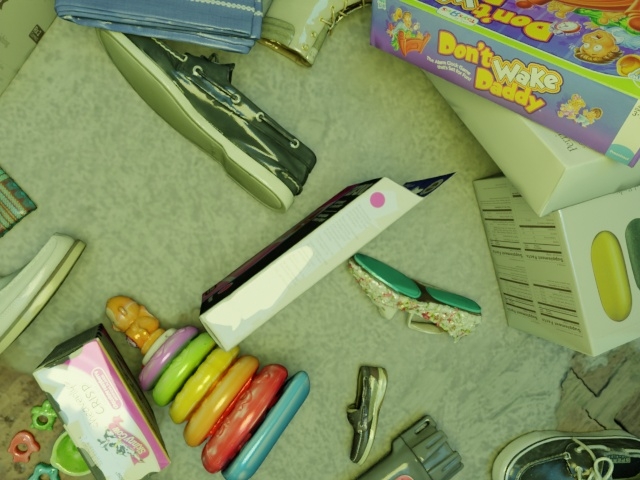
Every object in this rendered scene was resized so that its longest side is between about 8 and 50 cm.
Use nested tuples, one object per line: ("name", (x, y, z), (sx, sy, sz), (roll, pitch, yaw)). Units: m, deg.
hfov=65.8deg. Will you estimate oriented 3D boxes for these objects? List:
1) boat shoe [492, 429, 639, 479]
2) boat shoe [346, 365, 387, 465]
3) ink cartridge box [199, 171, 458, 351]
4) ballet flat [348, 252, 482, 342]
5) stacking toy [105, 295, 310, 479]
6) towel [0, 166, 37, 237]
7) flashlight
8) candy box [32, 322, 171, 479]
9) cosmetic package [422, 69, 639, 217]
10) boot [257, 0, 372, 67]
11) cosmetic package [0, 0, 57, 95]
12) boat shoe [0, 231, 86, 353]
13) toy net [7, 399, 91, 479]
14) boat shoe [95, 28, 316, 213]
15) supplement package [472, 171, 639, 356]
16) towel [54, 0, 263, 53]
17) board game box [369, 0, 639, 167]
("boat shoe", (0.450, 0.397, 0.842), (0.306, 0.105, 0.113), (4, 92, -13))
("boat shoe", (0.064, 0.272, 0.780), (0.049, 0.056, 0.152), (16, 79, -8))
("ink cartridge box", (0.000, 0.000, 0.687), (0.371, 0.176, 0.069), (-35, 99, -9))
("ballet flat", (0.142, 0.099, 0.775), (0.241, 0.091, 0.077), (23, 110, -9))
("stacking toy", (-0.179, 0.177, 0.678), (0.302, 0.175, 0.166), (38, 65, 3))
("towel", (-0.600, -0.096, 0.620), (0.271, 0.040, 0.370), (-42, 100, -7))
("flashlight", (0.085, 0.414, 0.767), (0.304, 0.103, 0.103), (-32, 125, -10))
("candy box", (-0.262, 0.191, 0.604), (0.071, 0.233, 0.159), (-30, 97, -22))
("cosmetic package", (0.327, -0.231, 0.684), (0.284, 0.097, 0.377), (-18, 56, -10))
("boot", (0.023, -0.325, 0.711), (0.213, 0.077, 0.165), (22, 89, 10))
("cosmetic package", (-0.436, -0.298, 0.590), (0.151, 0.151, 0.184), (34, 86, -12))
("boat shoe", (-0.433, 0.098, 0.628), (0.103, 0.113, 0.302), (42, 85, -17))
("toy net", (-0.394, 0.347, 0.683), (0.122, 0.045, 0.232), (28, 87, -13))
("boat shoe", (-0.142, -0.189, 0.676), (0.340, 0.127, 0.113), (41, 73, -4))
("supplement package", (0.400, 0.001, 0.765), (0.199, 0.198, 0.263), (-18, 96, -12))
("towel", (-0.192, -0.403, 0.650), (0.243, 0.040, 0.336), (5, 70, -11))
("board game box", (0.268, -0.258, 0.596), (0.347, 0.078, 0.233), (35, 63, 23))
